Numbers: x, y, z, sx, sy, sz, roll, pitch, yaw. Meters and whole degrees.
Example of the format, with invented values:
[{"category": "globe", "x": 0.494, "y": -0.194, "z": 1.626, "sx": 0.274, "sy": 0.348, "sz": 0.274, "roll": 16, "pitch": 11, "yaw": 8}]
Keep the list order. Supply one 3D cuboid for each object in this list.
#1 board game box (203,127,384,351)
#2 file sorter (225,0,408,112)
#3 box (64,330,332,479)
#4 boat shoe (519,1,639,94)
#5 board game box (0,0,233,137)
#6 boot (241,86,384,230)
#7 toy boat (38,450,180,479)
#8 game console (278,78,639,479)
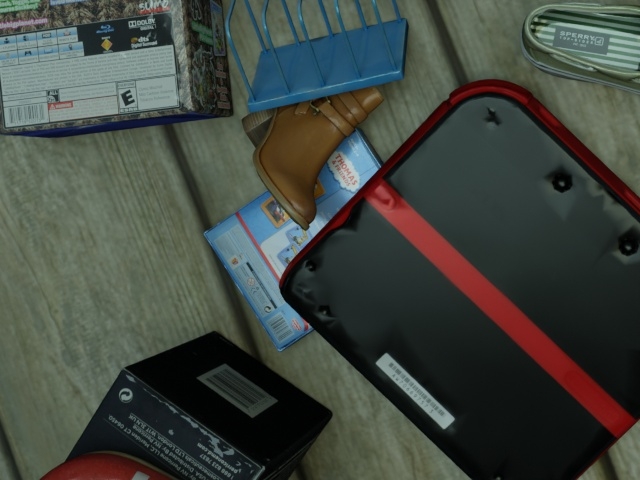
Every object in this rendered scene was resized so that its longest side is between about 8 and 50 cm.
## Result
[{"category": "board game box", "x": 0.000, "y": 0.000, "z": 1.581, "sx": 0.211, "sy": 0.039, "sz": 0.160, "roll": -34, "pitch": 84, "yaw": 13}, {"category": "file sorter", "x": -0.003, "y": -0.224, "z": 1.510, "sx": 0.170, "sy": 0.118, "sz": 0.104, "roll": -11, "pitch": 125, "yaw": 14}, {"category": "box", "x": -0.165, "y": 0.276, "z": 1.504, "sx": 0.183, "sy": 0.296, "sz": 0.294, "roll": 34, "pitch": 100, "yaw": 10}, {"category": "boat shoe", "x": 0.351, "y": -0.189, "z": 1.454, "sx": 0.302, "sy": 0.094, "sz": 0.109, "roll": 7, "pitch": 95, "yaw": 14}, {"category": "board game box", "x": -0.239, "y": -0.269, "z": 1.574, "sx": 0.232, "sy": 0.141, "sz": 0.290, "roll": -5, "pitch": 92, "yaw": 14}, {"category": "boot", "x": 0.003, "y": -0.111, "z": 1.516, "sx": 0.152, "sy": 0.073, "sz": 0.197, "roll": -29, "pitch": 47, "yaw": 8}, {"category": "toy boat", "x": -0.172, "y": 0.291, "z": 1.277, "sx": 0.231, "sy": 0.151, "sz": 0.151, "roll": 26, "pitch": 99, "yaw": 11}, {"category": "game console", "x": 0.199, "y": 0.060, "z": 1.510, "sx": 0.386, "sy": 0.060, "sz": 0.342, "roll": 44, "pitch": 105, "yaw": 1}]
